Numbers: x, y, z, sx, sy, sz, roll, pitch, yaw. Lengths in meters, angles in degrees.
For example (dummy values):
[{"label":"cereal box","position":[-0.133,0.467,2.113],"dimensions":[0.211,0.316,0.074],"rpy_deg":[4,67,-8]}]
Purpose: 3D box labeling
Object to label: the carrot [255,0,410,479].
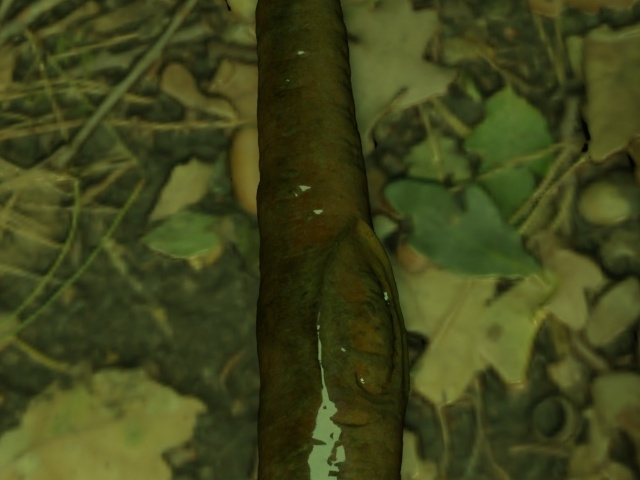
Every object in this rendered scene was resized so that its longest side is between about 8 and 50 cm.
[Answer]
[{"label":"carrot","position":[0.000,0.000,0.545],"dimensions":[0.070,0.070,0.342],"rpy_deg":[-6,68,7]}]
